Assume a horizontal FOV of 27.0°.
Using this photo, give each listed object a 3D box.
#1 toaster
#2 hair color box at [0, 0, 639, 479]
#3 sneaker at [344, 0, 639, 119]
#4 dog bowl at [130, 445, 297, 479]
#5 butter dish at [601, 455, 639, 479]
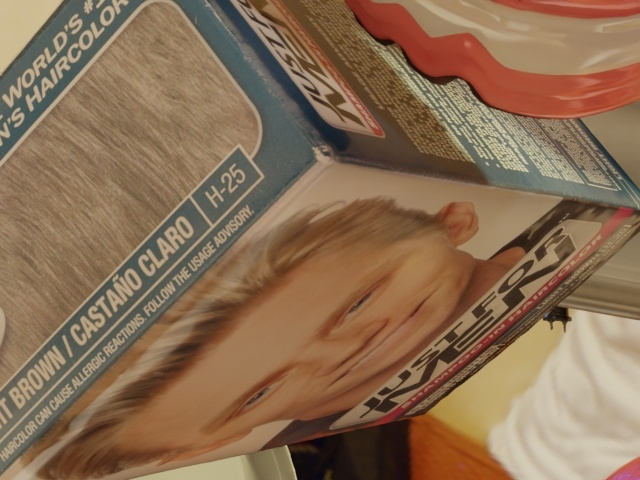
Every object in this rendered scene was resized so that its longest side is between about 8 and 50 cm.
[{"bbox_3d":[0.233,-0.028,0.920,0.146,0.227,0.129,13,15,27],"label":"toaster"},{"bbox_3d":[0.000,0.000,0.547,0.105,0.174,0.347,53,22,20],"label":"hair color box"},{"bbox_3d":[-0.016,-0.159,0.394,0.314,0.116,0.136,24,-33,9],"label":"sneaker"},{"bbox_3d":[-0.171,0.184,1.048,0.349,0.102,0.349,34,35,-28],"label":"dog bowl"},{"bbox_3d":[0.282,0.215,1.046,0.160,0.160,0.118,40,32,-23],"label":"butter dish"}]
